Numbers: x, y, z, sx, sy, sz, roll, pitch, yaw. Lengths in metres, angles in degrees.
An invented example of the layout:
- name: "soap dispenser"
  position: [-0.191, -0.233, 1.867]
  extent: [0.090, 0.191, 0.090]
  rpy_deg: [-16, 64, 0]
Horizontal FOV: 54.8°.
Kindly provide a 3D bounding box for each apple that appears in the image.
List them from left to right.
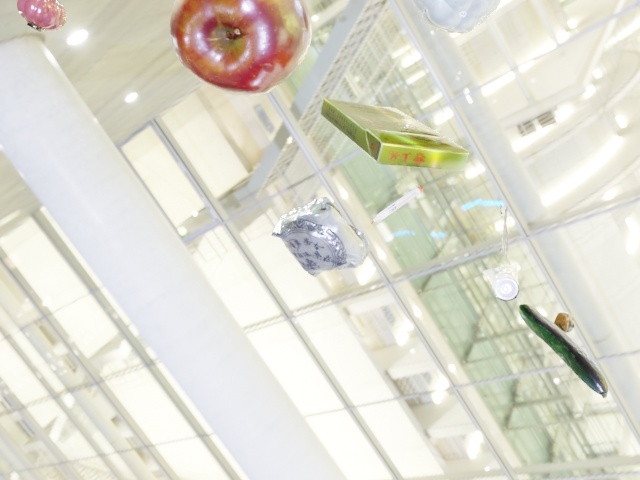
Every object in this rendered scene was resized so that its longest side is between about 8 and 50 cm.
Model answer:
- name: "apple"
  position: [-0.161, -0.448, 1.288]
  extent: [0.288, 0.288, 0.316]
  rpy_deg: [-28, -153, 23]

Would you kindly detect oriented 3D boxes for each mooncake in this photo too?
- name: "mooncake"
  position: [-0.003, 0.004, 1.935]
  extent: [0.254, 0.250, 0.136]
  rpy_deg: [-17, -147, 45]

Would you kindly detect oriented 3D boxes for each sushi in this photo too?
- name: "sushi"
  position: [0.596, 0.201, 1.502]
  extent: [0.047, 0.050, 0.099]
  rpy_deg: [22, -159, 32]

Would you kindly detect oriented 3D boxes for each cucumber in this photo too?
- name: "cucumber"
  position: [0.560, 0.244, 1.427]
  extent: [0.056, 0.056, 0.284]
  rpy_deg: [-34, -130, -4]

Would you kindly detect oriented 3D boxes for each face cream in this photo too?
- name: "face cream"
  position: [0.452, 0.093, 1.533]
  extent: [0.092, 0.058, 0.244]
  rpy_deg: [-13, -174, 15]

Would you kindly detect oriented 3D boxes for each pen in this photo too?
- name: "pen"
  position: [0.250, -0.116, 2.025]
  extent: [0.218, 0.026, 0.026]
  rpy_deg: [-34, -169, -15]

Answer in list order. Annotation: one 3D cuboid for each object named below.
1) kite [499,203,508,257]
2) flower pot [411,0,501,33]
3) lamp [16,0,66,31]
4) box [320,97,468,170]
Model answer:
- name: "kite"
  position: [0.380, -0.022, 1.278]
  extent: [0.011, 0.139, 0.156]
  rpy_deg: [2, -136, 7]
- name: "flower pot"
  position: [0.350, -0.662, 1.580]
  extent: [0.246, 0.246, 0.195]
  rpy_deg: [-30, 152, 12]
- name: "lamp"
  position: [-0.645, -0.532, 1.432]
  extent: [0.092, 0.108, 0.107]
  rpy_deg: [-65, -168, 3]
- name: "box"
  position: [0.129, -0.207, 1.181]
  extent: [0.173, 0.043, 0.311]
  rpy_deg: [3, -155, -21]
